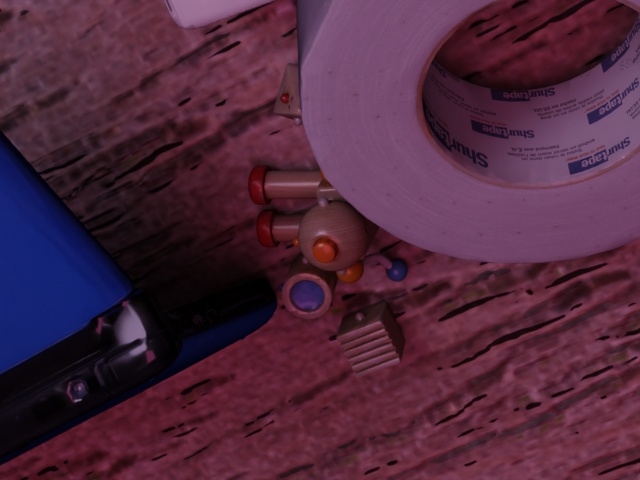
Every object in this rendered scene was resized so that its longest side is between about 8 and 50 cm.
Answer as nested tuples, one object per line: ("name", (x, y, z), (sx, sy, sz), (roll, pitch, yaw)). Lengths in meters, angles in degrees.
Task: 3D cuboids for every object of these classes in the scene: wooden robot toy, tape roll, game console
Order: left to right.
("game console", (-0.210, 0.041, 0.758), (0.293, 0.250, 0.173), (-28, 87, 19))
("wooden robot toy", (0.000, 0.000, 0.772), (0.076, 0.079, 0.173), (-6, 112, 11))
("tape roll", (0.098, -0.088, 0.678), (0.219, 0.072, 0.219), (-2, 136, -2))

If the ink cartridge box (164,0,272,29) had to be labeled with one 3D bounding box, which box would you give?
("ink cartridge box", (0.024, -0.264, 0.658), (0.296, 0.066, 0.261), (-18, 110, 15))
